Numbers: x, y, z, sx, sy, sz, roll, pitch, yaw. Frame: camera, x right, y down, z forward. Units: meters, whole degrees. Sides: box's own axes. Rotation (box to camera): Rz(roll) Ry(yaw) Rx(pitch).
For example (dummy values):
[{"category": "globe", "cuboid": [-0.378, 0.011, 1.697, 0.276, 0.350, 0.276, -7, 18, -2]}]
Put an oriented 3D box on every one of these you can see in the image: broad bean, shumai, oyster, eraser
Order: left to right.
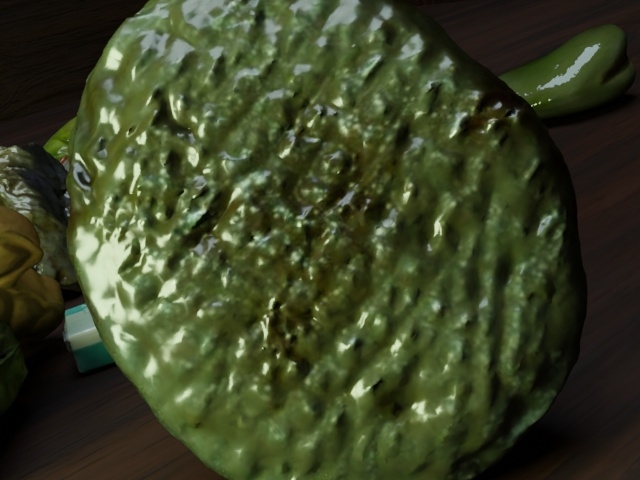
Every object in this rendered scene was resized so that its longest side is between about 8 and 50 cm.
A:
[{"category": "oyster", "cuboid": [-0.422, -0.058, 1.266, 0.110, 0.166, 0.341, -53, 35, 16]}, {"category": "eraser", "cuboid": [-0.170, 0.076, 0.989, 0.225, 0.052, 0.095, -19, 17, -13]}, {"category": "shumai", "cuboid": [0.000, 0.000, 0.718, 0.324, 0.397, 0.323, -40, -3, -1]}, {"category": "broad bean", "cuboid": [0.392, -0.256, 1.474, 0.263, 0.121, 0.189, -23, 20, 21]}]

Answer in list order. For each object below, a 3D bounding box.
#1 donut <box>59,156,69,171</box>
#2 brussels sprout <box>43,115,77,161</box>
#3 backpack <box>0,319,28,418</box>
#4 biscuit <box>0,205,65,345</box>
[{"category": "donut", "cuboid": [-0.255, -0.107, 1.433, 0.383, 0.142, 0.382, -13, 20, 5]}, {"category": "brussels sprout", "cuboid": [-0.438, -0.163, 1.685, 0.223, 0.161, 0.223, -15, 12, 3]}, {"category": "backpack", "cuboid": [-0.380, 0.153, 0.803, 0.207, 0.140, 0.253, -9, 11, 9]}, {"category": "biscuit", "cuboid": [-0.435, 0.065, 0.909, 0.351, 0.312, 0.057, -5, 58, -28]}]
